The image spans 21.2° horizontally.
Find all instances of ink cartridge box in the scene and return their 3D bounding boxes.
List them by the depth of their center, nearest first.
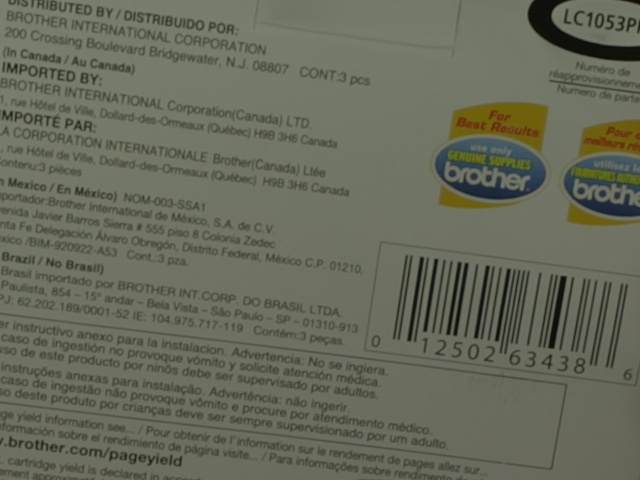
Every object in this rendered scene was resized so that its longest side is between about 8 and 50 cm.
[{"bbox_3d":[0.000,0.000,0.669,0.270,0.395,0.151,7,14,-4],"label":"ink cartridge box"}]
